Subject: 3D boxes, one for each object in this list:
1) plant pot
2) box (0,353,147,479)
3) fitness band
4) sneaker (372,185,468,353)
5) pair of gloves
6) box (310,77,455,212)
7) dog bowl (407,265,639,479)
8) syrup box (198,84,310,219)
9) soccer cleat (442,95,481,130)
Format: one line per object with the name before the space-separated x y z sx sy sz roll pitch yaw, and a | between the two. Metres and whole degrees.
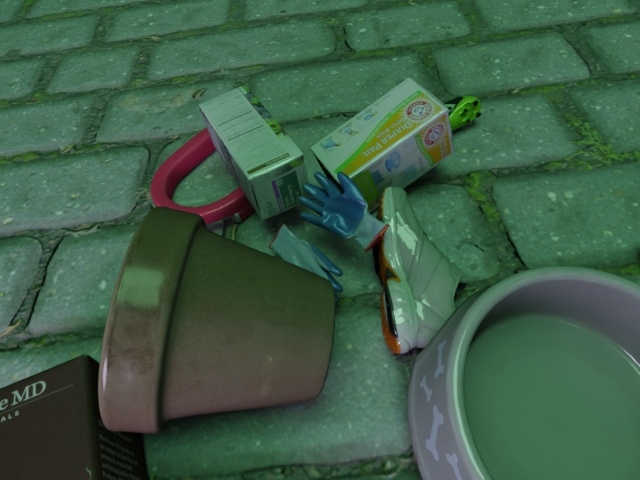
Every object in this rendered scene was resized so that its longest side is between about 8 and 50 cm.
plant pot | -0.106 0.103 0.551 0.229 0.263 0.263 9 53 -7
box | -0.275 0.332 0.448 0.191 0.143 0.381 -22 52 -9
fitness band | -0.178 -0.134 0.849 0.209 0.054 0.291 26 59 28
sneaker | 0.144 0.035 0.657 0.121 0.099 0.262 -1 60 -2
pair of gloves | 0.000 0.000 0.669 0.159 0.023 0.198 44 105 31
box | 0.106 -0.150 0.749 0.203 0.114 0.103 -35 56 0
dog bowl | 0.273 0.182 0.476 0.349 0.102 0.349 1 61 -2
syrup box | -0.112 -0.152 0.755 0.096 0.093 0.237 -28 52 -13
soccer cleat | 0.222 -0.226 0.866 0.179 0.060 0.072 -27 31 -10
